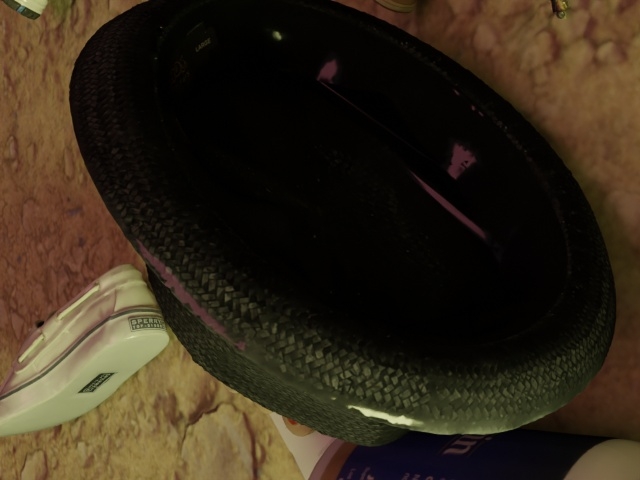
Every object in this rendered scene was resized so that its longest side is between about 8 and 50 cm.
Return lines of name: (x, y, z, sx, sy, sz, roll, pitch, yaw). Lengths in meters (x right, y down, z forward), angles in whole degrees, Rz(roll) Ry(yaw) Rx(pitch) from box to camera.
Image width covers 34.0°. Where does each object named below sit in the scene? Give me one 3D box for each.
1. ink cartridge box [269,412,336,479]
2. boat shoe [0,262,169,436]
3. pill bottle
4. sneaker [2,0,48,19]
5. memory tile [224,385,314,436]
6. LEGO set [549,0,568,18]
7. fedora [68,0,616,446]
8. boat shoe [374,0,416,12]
ink cartridge box: (0.012, 0.053, 0.772, 0.206, 0.045, 0.208, -52, 57, 35)
boat shoe: (-0.248, 0.110, 1.015, 0.267, 0.096, 0.088, -39, 62, 39)
pill bottle: (0.123, 0.184, 0.590, 0.265, 0.153, 0.153, -3, 91, 46)
sneaker: (-0.311, -0.319, 1.074, 0.081, 0.080, 0.211, -41, 63, 16)
memory tile: (-0.029, 0.061, 0.775, 0.113, 0.012, 0.148, 29, 114, 42)
LEGO set: (0.163, -0.169, 0.621, 0.083, 0.023, 0.054, -31, 68, 57)
fedora: (0.000, 0.000, 0.613, 0.334, 0.334, 0.152, 56, 139, 28)
boat shoe: (0.035, -0.218, 0.725, 0.045, 0.050, 0.135, -48, 60, 43)
